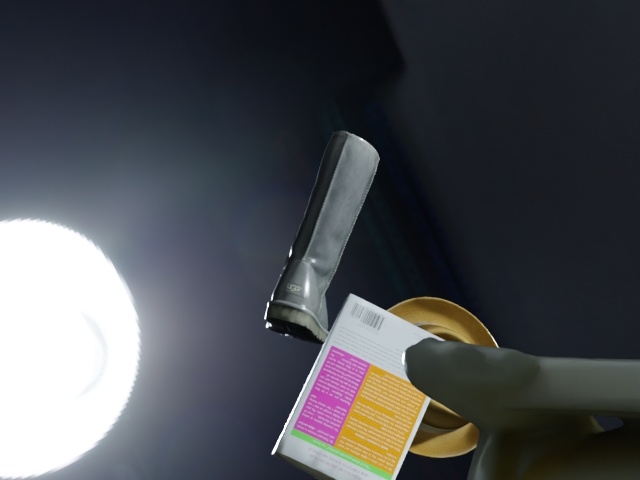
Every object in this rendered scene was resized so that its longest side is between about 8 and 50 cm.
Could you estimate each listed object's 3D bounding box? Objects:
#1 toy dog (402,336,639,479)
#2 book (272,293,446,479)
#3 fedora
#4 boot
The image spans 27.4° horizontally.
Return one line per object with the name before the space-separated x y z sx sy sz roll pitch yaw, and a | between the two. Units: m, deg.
toy dog | 0.186 0.294 0.789 0.284 0.408 0.395 2 160 25
book | 0.035 0.126 1.048 0.144 0.096 0.035 -63 180 -21
fedora | 0.139 0.159 1.530 0.194 0.194 0.079 -26 180 -13
boot | 0.002 0.001 1.403 0.076 0.209 0.190 14 168 1
